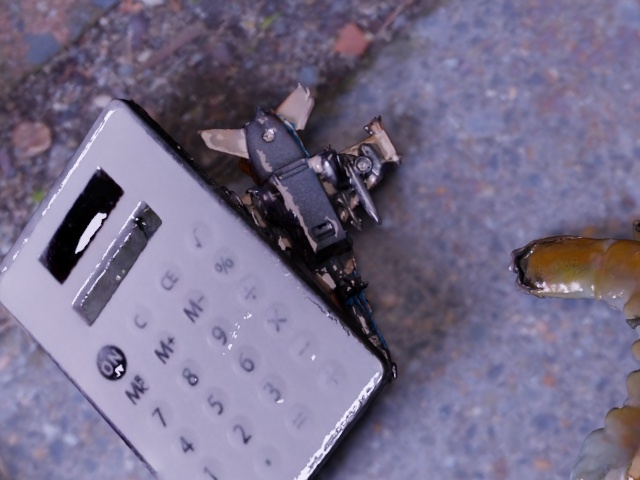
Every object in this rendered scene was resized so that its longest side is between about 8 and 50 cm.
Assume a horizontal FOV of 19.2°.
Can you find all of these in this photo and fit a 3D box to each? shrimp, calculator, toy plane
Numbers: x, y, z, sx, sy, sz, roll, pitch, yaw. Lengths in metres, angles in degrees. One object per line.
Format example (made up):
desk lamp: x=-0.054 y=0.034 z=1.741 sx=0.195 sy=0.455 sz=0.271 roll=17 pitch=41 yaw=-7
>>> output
shrimp: x=0.153 y=0.073 z=1.068 sx=0.166 sy=0.049 sz=0.161 roll=32 pitch=90 yaw=33
calculator: x=-0.084 y=0.048 z=1.119 sx=0.261 sy=0.021 sz=0.161 roll=44 pitch=109 yaw=25
toy plane: x=0.000 y=-0.004 z=1.129 sx=0.135 sy=0.062 sz=0.188 roll=-25 pitch=66 yaw=-9

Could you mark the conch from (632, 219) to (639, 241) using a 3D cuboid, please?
conch: x=0.334 y=0.000 z=1.042 sx=0.330 sy=0.093 sz=0.109 roll=-4 pitch=85 yaw=34
